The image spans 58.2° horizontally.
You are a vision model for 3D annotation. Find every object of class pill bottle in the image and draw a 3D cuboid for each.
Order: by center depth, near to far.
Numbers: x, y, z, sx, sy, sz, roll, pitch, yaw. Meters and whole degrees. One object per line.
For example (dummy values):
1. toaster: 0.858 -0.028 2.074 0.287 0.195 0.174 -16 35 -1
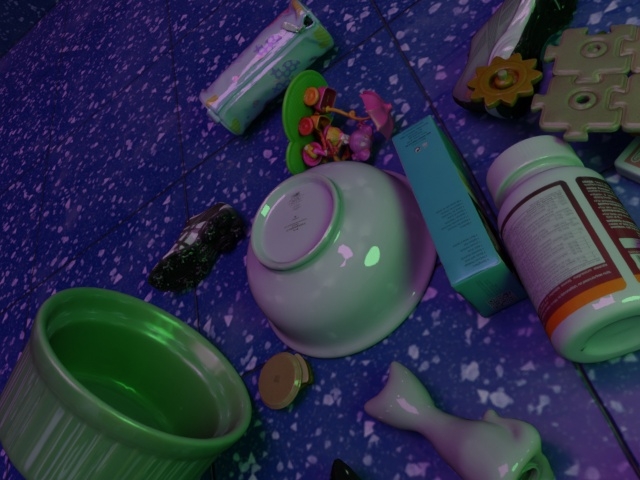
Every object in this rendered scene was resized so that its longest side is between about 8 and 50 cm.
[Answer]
1. pill bottle: 0.257 0.002 0.590 0.121 0.121 0.221 -30 49 21

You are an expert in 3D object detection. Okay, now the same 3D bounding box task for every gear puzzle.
1. gear puzzle: 0.326 -0.164 0.626 0.339 0.044 0.175 7 60 30

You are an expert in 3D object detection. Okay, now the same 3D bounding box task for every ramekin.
1. ramekin: -0.257 0.210 0.755 0.148 0.303 0.303 -55 44 9

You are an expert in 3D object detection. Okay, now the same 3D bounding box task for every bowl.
1. bowl: 0.000 0.000 0.789 0.298 0.134 0.297 -19 54 28

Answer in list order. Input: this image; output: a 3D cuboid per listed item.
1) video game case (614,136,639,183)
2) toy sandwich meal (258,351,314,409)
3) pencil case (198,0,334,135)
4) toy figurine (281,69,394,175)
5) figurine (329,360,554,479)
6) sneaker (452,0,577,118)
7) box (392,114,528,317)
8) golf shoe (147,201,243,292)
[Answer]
1. video game case: 0.471 -0.090 0.546 0.204 0.025 0.285 -50 45 3
2. toy sandwich meal: -0.049 0.190 0.785 0.086 0.029 0.085 -20 56 33
3. pencil case: -0.101 -0.322 1.080 0.273 0.113 0.124 -41 24 12
4. toy figurine: 0.036 -0.174 0.897 0.159 0.130 0.173 15 96 33
5. figurine: 0.099 0.249 0.594 0.210 0.092 0.214 22 78 48
6. sneaker: 0.265 -0.293 0.786 0.108 0.100 0.271 19 77 49
7. box: 0.165 -0.036 0.702 0.060 0.100 0.244 -30 49 20
8. golf shoe: -0.221 0.011 1.010 0.198 0.077 0.094 -39 35 4
